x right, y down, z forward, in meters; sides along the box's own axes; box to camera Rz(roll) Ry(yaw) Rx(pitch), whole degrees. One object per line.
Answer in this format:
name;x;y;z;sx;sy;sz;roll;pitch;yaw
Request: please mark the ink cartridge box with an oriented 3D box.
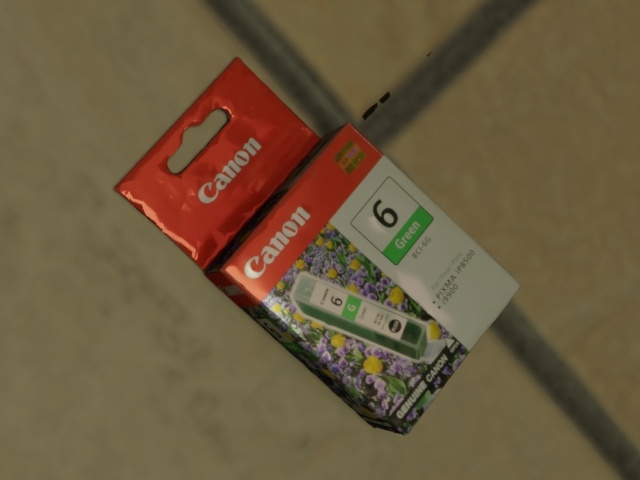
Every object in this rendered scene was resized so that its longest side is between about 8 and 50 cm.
ink cartridge box;0.000;0.000;0.320;0.115;0.029;0.063;43;75;-10
